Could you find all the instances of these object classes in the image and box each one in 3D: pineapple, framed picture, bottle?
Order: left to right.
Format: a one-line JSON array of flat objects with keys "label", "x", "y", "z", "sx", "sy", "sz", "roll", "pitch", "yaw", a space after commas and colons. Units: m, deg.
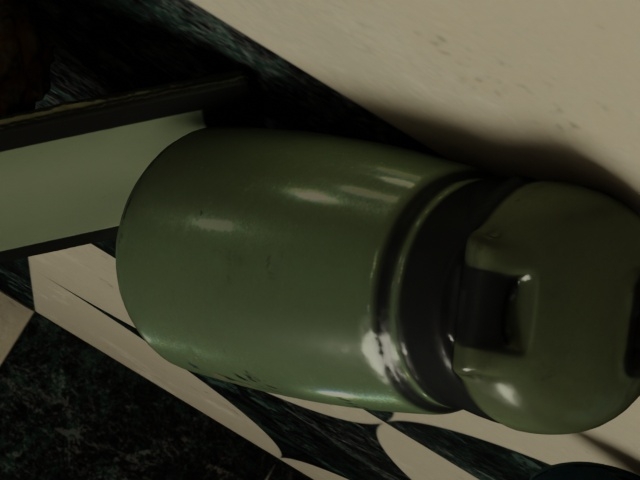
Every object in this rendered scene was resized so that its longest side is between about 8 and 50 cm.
[{"label": "pineapple", "x": -0.284, "y": -0.101, "z": 1.156, "sx": 0.166, "sy": 0.193, "sz": 0.166, "roll": 37, "pitch": 166, "yaw": 11}, {"label": "framed picture", "x": -0.207, "y": -0.031, "z": 1.143, "sx": 0.347, "sy": 0.016, "sz": 0.265, "roll": -12, "pitch": 163, "yaw": -1}, {"label": "bottle", "x": 0.041, "y": 0.023, "z": 0.974, "sx": 0.347, "sy": 0.168, "sz": 0.168, "roll": 9, "pitch": 156, "yaw": 46}]

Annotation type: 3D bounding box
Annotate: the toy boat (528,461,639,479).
[{"label": "toy boat", "x": 0.303, "y": 0.283, "z": 1.459, "sx": 0.296, "sy": 0.114, "sz": 0.122, "roll": 33, "pitch": -173, "yaw": -8}]
